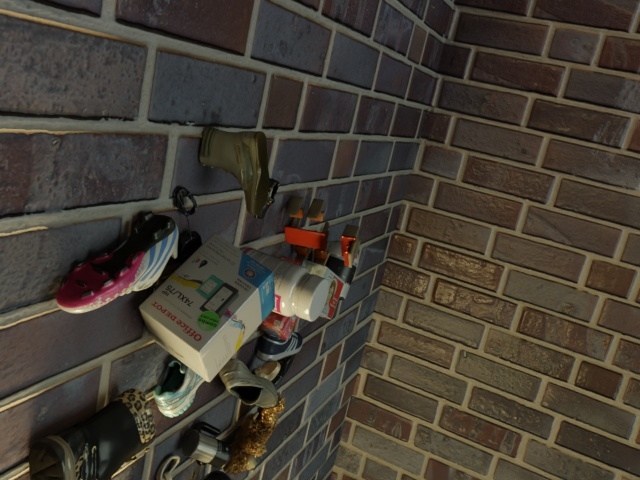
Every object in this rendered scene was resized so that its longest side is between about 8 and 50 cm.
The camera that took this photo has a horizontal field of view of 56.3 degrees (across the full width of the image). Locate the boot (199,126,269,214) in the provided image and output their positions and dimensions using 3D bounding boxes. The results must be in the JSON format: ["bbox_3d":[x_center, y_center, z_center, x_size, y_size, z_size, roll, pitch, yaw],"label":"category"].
[{"bbox_3d":[-0.217,-0.175,1.494,0.077,0.165,0.213,-47,143,-59],"label":"boot"}]

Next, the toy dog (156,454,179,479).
[{"bbox_3d":[-0.457,0.795,1.708,0.334,0.161,0.220,-30,135,-61],"label":"toy dog"}]

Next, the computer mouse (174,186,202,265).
[{"bbox_3d":[-0.339,-0.027,1.505,0.071,0.041,0.241,-27,129,-39],"label":"computer mouse"}]

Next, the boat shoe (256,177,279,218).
[{"bbox_3d":[-0.164,-0.127,1.850,0.132,0.042,0.049,-70,162,0],"label":"boat shoe"}]

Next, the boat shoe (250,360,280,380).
[{"bbox_3d":[-0.220,0.480,2.118,0.170,0.063,0.059,-36,138,-8],"label":"boat shoe"}]

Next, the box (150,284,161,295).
[{"bbox_3d":[-0.399,0.144,1.509,0.083,0.018,0.067,-10,116,-67],"label":"box"}]

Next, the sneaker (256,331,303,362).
[{"bbox_3d":[-0.132,0.351,2.256,0.282,0.099,0.153,-11,119,-64],"label":"sneaker"}]

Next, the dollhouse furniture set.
[{"bbox_3d":[0.000,0.000,2.068,0.261,0.259,0.135,84,21,-45],"label":"dollhouse furniture set"}]

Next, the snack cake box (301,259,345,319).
[{"bbox_3d":[-0.007,0.176,2.083,0.264,0.089,0.152,45,62,-68],"label":"snack cake box"}]

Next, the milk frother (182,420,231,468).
[{"bbox_3d":[-0.382,0.665,1.898,0.143,0.129,0.135,-46,124,10],"label":"milk frother"}]

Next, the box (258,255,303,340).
[{"bbox_3d":[-0.127,0.202,2.103,0.256,0.123,0.128,-63,157,-24],"label":"box"}]

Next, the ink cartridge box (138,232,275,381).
[{"bbox_3d":[-0.274,0.169,1.500,0.270,0.198,0.197,-49,161,-28],"label":"ink cartridge box"}]

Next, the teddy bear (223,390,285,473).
[{"bbox_3d":[-0.227,0.706,2.186,0.245,0.113,0.337,-21,-143,59],"label":"teddy bear"}]

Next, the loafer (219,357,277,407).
[{"bbox_3d":[-0.236,0.505,2.006,0.319,0.112,0.111,49,17,-47],"label":"loafer"}]

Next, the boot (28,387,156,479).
[{"bbox_3d":[-0.520,0.549,1.389,0.284,0.138,0.376,-35,133,-59],"label":"boot"}]

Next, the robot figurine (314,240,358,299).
[{"bbox_3d":[0.046,0.136,2.433,0.209,0.174,0.278,136,-25,-83],"label":"robot figurine"}]

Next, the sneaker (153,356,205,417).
[{"bbox_3d":[-0.358,0.348,1.663,0.283,0.110,0.122,-60,153,-30],"label":"sneaker"}]

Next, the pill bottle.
[{"bbox_3d":[-0.128,0.135,1.813,0.160,0.283,0.160,-51,151,-44],"label":"pill bottle"}]

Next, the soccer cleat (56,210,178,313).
[{"bbox_3d":[-0.411,0.072,1.277,0.331,0.116,0.143,-50,150,-46],"label":"soccer cleat"}]

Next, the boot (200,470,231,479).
[{"bbox_3d":[-0.358,0.889,1.769,0.366,0.146,0.445,-60,-175,-19],"label":"boot"}]

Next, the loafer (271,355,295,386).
[{"bbox_3d":[-0.164,0.505,2.332,0.223,0.076,0.078,-53,162,-31],"label":"loafer"}]
